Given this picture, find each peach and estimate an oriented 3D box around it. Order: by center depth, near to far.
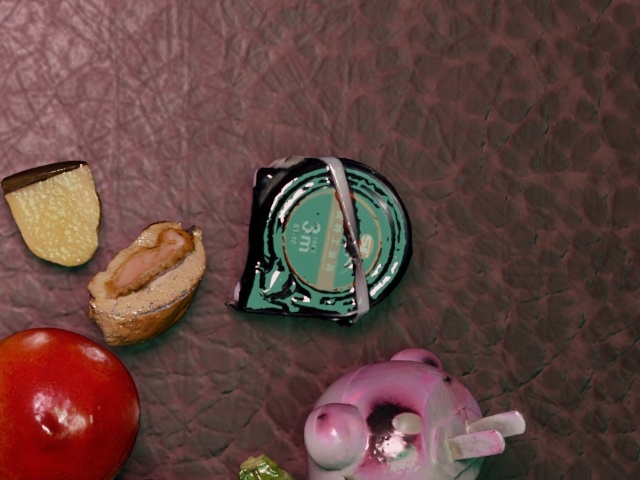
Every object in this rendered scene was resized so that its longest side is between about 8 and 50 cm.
[{"bbox_3d":[-0.267,0.177,1.503,0.197,0.197,0.197,0,92,-13],"label":"peach"}]

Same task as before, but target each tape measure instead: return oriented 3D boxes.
[{"bbox_3d":[0.005,0.000,1.607,0.181,0.107,0.182,12,89,-10],"label":"tape measure"}]

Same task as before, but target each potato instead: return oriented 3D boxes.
[{"bbox_3d":[-0.270,-0.026,1.563,0.096,0.066,0.103,-11,99,2],"label":"potato"}]

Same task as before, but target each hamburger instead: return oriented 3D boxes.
[{"bbox_3d":[-0.175,0.063,1.564,0.087,0.176,0.102,20,128,12],"label":"hamburger"}]

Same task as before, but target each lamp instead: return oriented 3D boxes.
[{"bbox_3d":[0.112,0.268,1.570,0.247,0.247,0.301,-24,95,-54],"label":"lamp"}]

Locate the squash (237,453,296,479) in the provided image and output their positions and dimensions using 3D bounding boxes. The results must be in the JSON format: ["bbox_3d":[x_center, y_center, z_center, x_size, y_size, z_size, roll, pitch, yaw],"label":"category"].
[{"bbox_3d":[-0.022,0.327,1.630,0.077,0.068,0.219,-32,100,8],"label":"squash"}]
